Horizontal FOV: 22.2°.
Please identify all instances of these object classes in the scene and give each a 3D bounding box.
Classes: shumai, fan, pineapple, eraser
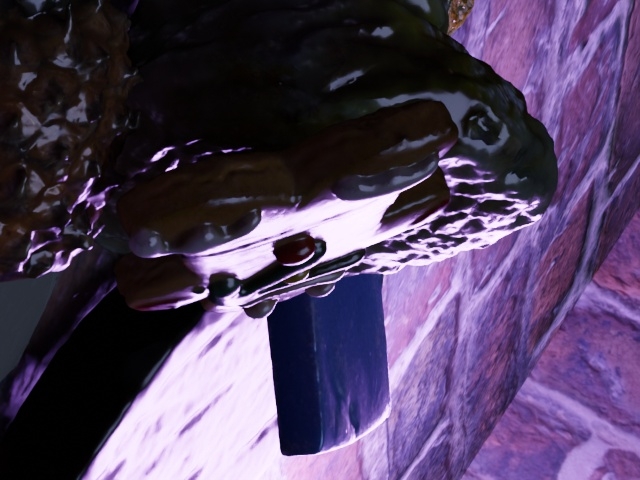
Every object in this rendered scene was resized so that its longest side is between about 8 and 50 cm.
[{"bbox_3d":[-0.012,-0.132,1.070,0.309,0.304,0.263,28,57,-49],"label":"shumai"},{"bbox_3d":[-0.256,0.104,1.008,0.310,0.010,0.182,-57,161,-19],"label":"fan"},{"bbox_3d":[-0.132,-0.156,0.742,0.165,0.165,0.364,-28,141,-58],"label":"pineapple"},{"bbox_3d":[0.000,0.000,1.240,0.144,0.042,0.312,-13,99,-66],"label":"eraser"}]

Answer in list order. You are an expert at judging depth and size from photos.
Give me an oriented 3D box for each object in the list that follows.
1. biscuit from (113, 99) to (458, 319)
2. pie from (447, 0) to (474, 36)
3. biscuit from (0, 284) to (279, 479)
[{"bbox_3d":[-0.017,-0.001,0.903,0.197,0.049,0.301,-15,170,-8],"label":"biscuit"},{"bbox_3d":[0.124,-0.222,1.516,0.084,0.021,0.084,-55,160,-31],"label":"pie"},{"bbox_3d":[-0.144,0.173,1.286,0.407,0.091,0.407,-51,161,-25],"label":"biscuit"}]
